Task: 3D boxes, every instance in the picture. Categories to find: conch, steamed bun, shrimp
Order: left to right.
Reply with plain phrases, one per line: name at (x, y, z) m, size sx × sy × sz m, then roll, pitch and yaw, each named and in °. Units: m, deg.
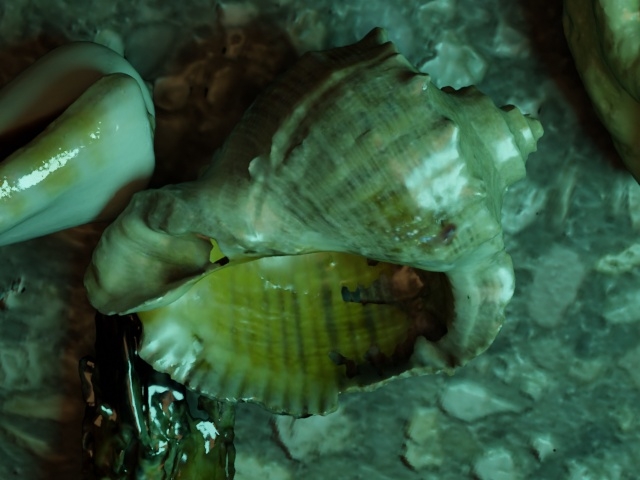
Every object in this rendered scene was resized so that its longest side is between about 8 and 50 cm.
conch at (-0.145, -0.046, 0.588) m, size 0.104 × 0.176 × 0.094 m, roll 26°, pitch 120°, yaw 31°
shrimp at (-0.171, 0.189, 0.694) m, size 0.233 × 0.071 × 0.365 m, roll 7°, pitch 110°, yaw 1°
conch at (0.000, 0.000, 0.595) m, size 0.245 × 0.163 × 0.178 m, roll -21°, pitch 89°, yaw 5°
steamed bun at (0.194, -0.115, 0.587) m, size 0.141 × 0.172 × 0.155 m, roll -37°, pitch 86°, yaw -3°
